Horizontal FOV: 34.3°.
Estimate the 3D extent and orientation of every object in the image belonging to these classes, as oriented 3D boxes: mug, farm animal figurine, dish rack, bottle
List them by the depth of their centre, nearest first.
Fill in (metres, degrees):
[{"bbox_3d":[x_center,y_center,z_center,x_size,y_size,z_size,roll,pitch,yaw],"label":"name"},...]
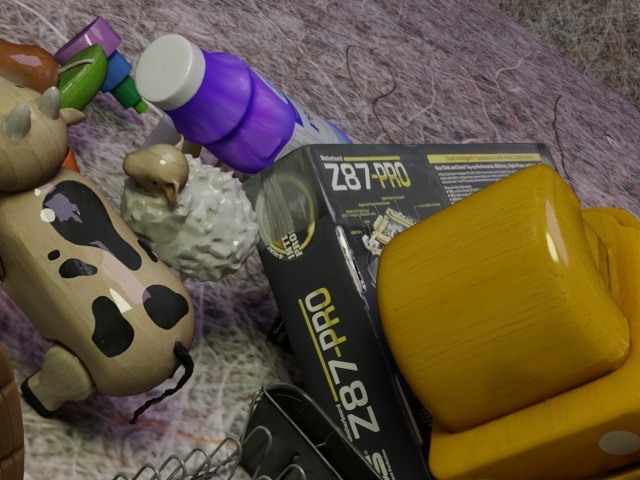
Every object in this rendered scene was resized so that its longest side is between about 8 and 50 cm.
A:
[{"bbox_3d":[-0.051,0.208,0.645,0.208,0.074,0.271,45,29,25],"label":"dish rack"},{"bbox_3d":[-0.204,-0.006,0.653,0.327,0.172,0.330,40,51,-18],"label":"farm animal figurine"},{"bbox_3d":[-0.067,-0.115,1.029,0.118,0.092,0.283,46,10,36],"label":"bottle"},{"bbox_3d":[-0.144,-0.100,1.075,0.078,0.064,0.062,1,39,-46],"label":"mug"}]

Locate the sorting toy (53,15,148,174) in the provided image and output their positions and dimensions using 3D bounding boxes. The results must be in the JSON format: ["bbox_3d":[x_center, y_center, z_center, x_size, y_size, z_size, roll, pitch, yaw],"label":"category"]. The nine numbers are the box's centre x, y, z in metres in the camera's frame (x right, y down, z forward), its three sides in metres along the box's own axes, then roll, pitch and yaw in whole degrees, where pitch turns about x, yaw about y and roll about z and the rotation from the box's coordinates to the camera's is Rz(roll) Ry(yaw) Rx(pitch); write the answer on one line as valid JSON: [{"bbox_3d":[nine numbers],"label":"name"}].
[{"bbox_3d":[-0.218,-0.088,0.962,0.126,0.127,0.365,48,22,-24],"label":"sorting toy"}]

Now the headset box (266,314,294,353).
[{"bbox_3d":[0.000,0.086,0.949,0.083,0.032,0.062,33,26,0],"label":"headset box"}]

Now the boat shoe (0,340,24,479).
[{"bbox_3d":[-0.239,0.054,0.492,0.123,0.342,0.123,7,26,30],"label":"boat shoe"}]

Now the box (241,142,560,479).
[{"bbox_3d":[0.135,0.071,0.914,0.395,0.097,0.318,-8,75,-51],"label":"box"}]

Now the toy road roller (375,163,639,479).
[{"bbox_3d":[0.147,0.109,0.652,0.240,0.202,0.329,43,36,-25],"label":"toy road roller"}]
